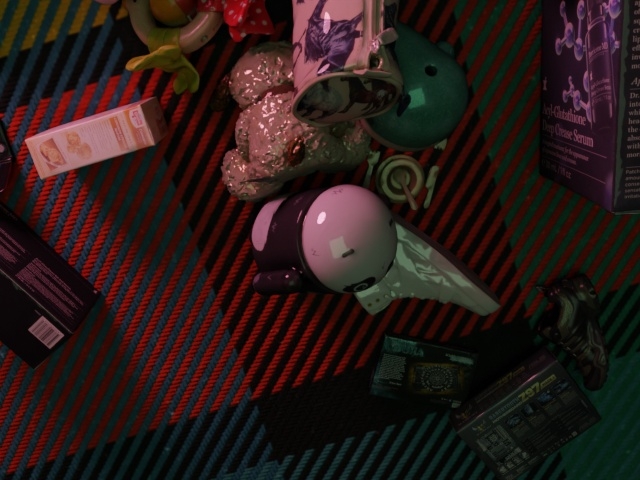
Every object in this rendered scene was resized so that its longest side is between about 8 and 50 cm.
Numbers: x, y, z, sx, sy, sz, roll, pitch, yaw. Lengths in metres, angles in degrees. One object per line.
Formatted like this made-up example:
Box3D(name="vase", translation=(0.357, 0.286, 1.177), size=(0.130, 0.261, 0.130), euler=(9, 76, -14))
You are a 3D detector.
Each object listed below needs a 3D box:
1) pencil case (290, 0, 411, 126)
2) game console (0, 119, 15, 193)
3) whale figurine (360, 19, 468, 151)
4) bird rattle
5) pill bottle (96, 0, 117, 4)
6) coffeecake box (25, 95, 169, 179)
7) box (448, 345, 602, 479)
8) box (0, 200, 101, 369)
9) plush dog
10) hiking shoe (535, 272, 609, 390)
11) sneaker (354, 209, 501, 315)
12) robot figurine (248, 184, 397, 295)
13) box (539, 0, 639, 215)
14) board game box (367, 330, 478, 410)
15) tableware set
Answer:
Box3D(name="pencil case", translation=(0.043, -0.374, 0.998), size=(0.159, 0.183, 0.411), euler=(10, 75, -36))
Box3D(name="game console", translation=(-0.592, -0.130, 1.161), size=(0.143, 0.085, 0.124), euler=(-13, 106, 1))
Box3D(name="whale figurine", translation=(0.125, -0.277, 1.097), size=(0.216, 0.141, 0.272), euler=(-22, 83, -17))
Box3D(name="bird rattle", translation=(-0.206, -0.357, 1.083), size=(0.253, 0.143, 0.207), euler=(-41, 74, 18))
Box3D(name="pill bottle", translation=(-0.220, -0.543, 0.987), size=(0.407, 0.229, 0.229), euler=(-35, 104, 7))
Box3D(name="coffeecake box", translation=(-0.351, -0.168, 1.131), size=(0.185, 0.142, 0.068), euler=(-17, 107, 2))
Box3D(name="box", translation=(0.388, 0.335, 1.337), size=(0.232, 0.059, 0.183), euler=(-39, 114, 7))
Box3D(name="box", translation=(-0.512, 0.062, 1.168), size=(0.103, 0.184, 0.261), euler=(-41, 103, 11))
Box3D(name="plush dog", translation=(-0.065, -0.210, 1.125), size=(0.262, 0.210, 0.226), euler=(-19, 81, 2))
Box3D(name="hiking shoe", translation=(0.463, 0.175, 1.306), size=(0.114, 0.086, 0.227), euler=(-11, 101, 15))
Box3D(name="sneaker", translation=(0.160, 0.078, 1.250), size=(0.292, 0.108, 0.169), euler=(36, 103, -1))
Box3D(name="robot figurine", translation=(0.000, 0.003, 1.130), size=(0.173, 0.278, 0.209), euler=(20, 76, -33))
Box3D(name="box", translation=(0.483, -0.268, 1.062), size=(0.211, 0.293, 0.396), euler=(-4, 106, -2))
Box3D(name="board game box", translation=(0.194, 0.248, 1.333), size=(0.186, 0.026, 0.126), euler=(12, 105, -6))
Box3D(name="tableware set", translation=(0.152, -0.155, 1.210), size=(0.128, 0.039, 0.194), euler=(12, 105, -6))
